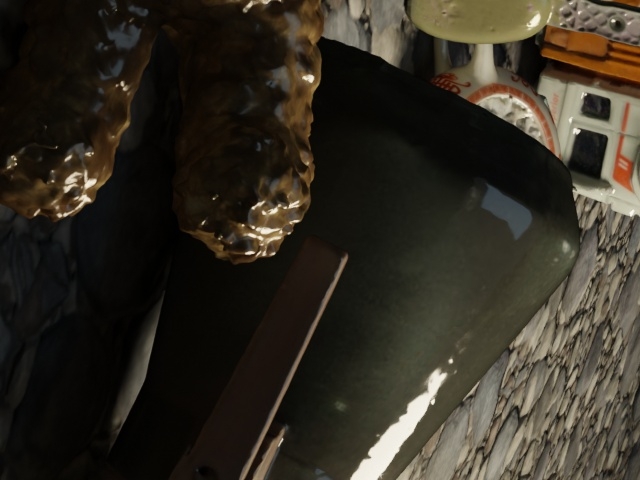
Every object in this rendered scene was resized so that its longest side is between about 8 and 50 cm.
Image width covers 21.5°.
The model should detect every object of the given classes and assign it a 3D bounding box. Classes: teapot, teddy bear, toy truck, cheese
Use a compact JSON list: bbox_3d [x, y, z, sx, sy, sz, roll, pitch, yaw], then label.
[{"bbox_3d":[-0.008,0.066,1.031,0.300,0.253,0.344,52,62,-81],"label":"teapot"},{"bbox_3d":[-0.056,-0.151,0.806,0.222,0.246,0.296,130,-29,-81],"label":"teddy bear"},{"bbox_3d":[0.304,-0.219,1.570,0.173,0.207,0.387,-43,145,-61],"label":"toy truck"},{"bbox_3d":[0.127,-0.077,1.394,0.159,0.116,0.245,-19,104,-22],"label":"teapot"},{"bbox_3d":[0.159,-0.184,1.296,0.037,0.192,0.097,-50,151,-48],"label":"cheese"}]

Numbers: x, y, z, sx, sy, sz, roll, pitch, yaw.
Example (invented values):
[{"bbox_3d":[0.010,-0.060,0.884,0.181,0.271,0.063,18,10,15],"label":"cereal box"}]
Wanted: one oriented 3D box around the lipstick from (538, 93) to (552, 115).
[{"bbox_3d":[0.128,-0.003,1.497,0.289,0.077,0.076,-67,155,-14],"label":"lipstick"}]
